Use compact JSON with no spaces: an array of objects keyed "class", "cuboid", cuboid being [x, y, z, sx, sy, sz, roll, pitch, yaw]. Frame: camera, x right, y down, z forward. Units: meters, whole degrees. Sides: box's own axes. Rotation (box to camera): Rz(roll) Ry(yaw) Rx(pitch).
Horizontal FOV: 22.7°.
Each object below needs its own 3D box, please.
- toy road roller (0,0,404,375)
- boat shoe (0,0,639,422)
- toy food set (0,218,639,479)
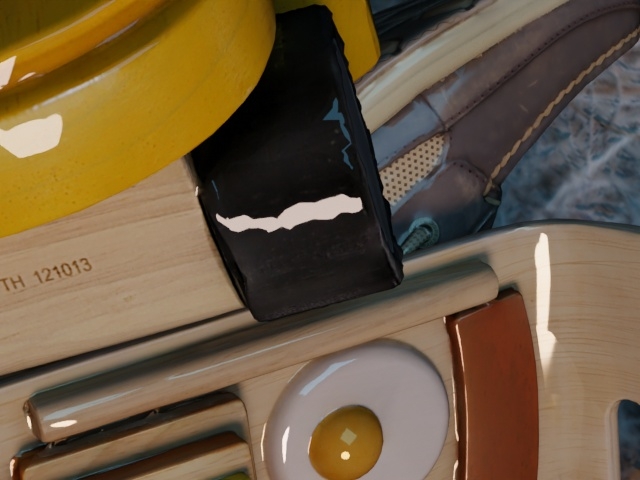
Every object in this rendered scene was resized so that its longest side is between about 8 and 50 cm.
[{"class":"toy road roller","cuboid":[-0.101,-0.118,0.527,0.202,0.241,0.329,-15,40,5]},{"class":"boat shoe","cuboid":[0.000,0.000,0.673,0.355,0.132,0.130,-34,106,-17]},{"class":"toy food set","cuboid":[0.006,0.135,0.582,0.306,0.092,0.220,-16,113,-23]}]
